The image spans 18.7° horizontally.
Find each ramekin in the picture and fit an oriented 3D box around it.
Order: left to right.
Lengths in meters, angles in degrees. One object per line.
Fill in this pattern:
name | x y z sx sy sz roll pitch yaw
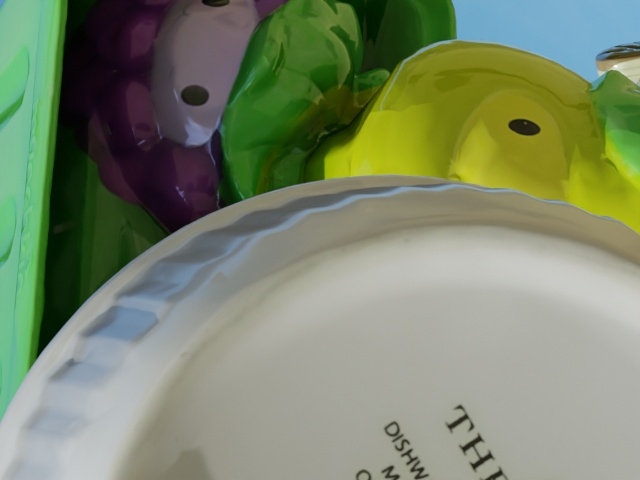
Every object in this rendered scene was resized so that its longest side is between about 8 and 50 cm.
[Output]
ramekin | 0.031 0.106 0.566 0.273 0.273 0.127 58 168 1

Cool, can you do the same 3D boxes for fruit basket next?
fruit basket | 0.000 0.000 0.926 0.283 0.392 0.392 15 -129 -35

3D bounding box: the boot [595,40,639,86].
boot | 0.347 -0.094 1.644 0.077 0.213 0.165 -70 -27 -72
